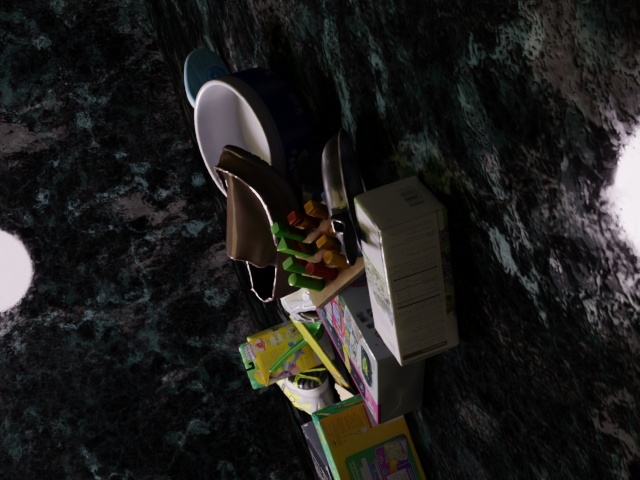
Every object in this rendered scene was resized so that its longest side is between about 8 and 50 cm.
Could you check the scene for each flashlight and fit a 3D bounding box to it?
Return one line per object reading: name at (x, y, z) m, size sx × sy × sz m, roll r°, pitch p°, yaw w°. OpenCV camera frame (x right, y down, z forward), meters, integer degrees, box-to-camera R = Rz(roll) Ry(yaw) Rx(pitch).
flashlight at (-0.020, -0.059, 1.663) m, size 0.103 × 0.103 × 0.304 m, roll 55°, pitch 159°, yaw 22°

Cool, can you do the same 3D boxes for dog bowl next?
dog bowl at (-0.130, -0.196, 1.693) m, size 0.265 × 0.104 × 0.265 m, roll 35°, pitch 138°, yaw 39°

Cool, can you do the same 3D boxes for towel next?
towel at (0.011, 0.272, 2.074) m, size 0.237 × 0.021 × 0.102 m, roll 54°, pitch 168°, yaw -13°

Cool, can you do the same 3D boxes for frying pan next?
frying pan at (0.041, -0.025, 1.279) m, size 0.197 × 0.053 × 0.326 m, roll 69°, pitch -165°, yaw -44°

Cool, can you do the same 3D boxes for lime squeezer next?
lime squeezer at (-0.036, 0.180, 2.129) m, size 0.059 × 0.110 × 0.310 m, roll -89°, pitch 13°, yaw -77°

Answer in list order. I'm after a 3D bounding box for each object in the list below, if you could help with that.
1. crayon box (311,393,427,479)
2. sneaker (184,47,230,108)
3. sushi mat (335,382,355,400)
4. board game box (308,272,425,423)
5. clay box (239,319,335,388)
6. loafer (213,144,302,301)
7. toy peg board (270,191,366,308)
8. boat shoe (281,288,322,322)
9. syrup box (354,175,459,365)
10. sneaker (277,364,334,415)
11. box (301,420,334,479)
crayon box at (0.108, 0.445, 1.726) m, size 0.081 × 0.165 × 0.278 m, roll 170°, pitch 80°, yaw -78°
sneaker at (-0.278, -0.332, 2.299) m, size 0.208 × 0.127 × 0.319 m, roll 153°, pitch 98°, yaw -77°
sushi mat at (0.109, 0.414, 1.968) m, size 0.151 × 0.019 × 0.316 m, roll 65°, pitch 168°, yaw -8°
board game box at (0.075, 0.136, 1.543) m, size 0.224 × 0.097 × 0.303 m, roll 86°, pitch 161°, yaw -51°
clay box at (-0.086, 0.273, 2.185) m, size 0.053 × 0.222 × 0.127 m, roll -154°, pitch 46°, yaw -74°
loafer at (-0.107, -0.012, 1.576) m, size 0.134 × 0.130 × 0.366 m, roll 25°, pitch 150°, yaw 40°
toy peg board at (0.000, 0.000, 1.441) m, size 0.160 × 0.079 × 0.161 m, roll -42°, pitch 53°, yaw 30°
boat shoe at (-0.009, 0.129, 1.871) m, size 0.320 × 0.118 × 0.103 m, roll 124°, pitch 130°, yaw -67°
syrup box at (0.119, 0.044, 1.181) m, size 0.093 × 0.096 × 0.237 m, roll -123°, pitch 17°, yaw -53°
sneaker at (-0.064, 0.409, 2.511) m, size 0.385 × 0.145 × 0.147 m, roll -146°, pitch 38°, yaw -73°
box at (0.046, 0.638, 2.486) m, size 0.261 × 0.103 × 0.184 m, roll -140°, pitch 29°, yaw -68°
